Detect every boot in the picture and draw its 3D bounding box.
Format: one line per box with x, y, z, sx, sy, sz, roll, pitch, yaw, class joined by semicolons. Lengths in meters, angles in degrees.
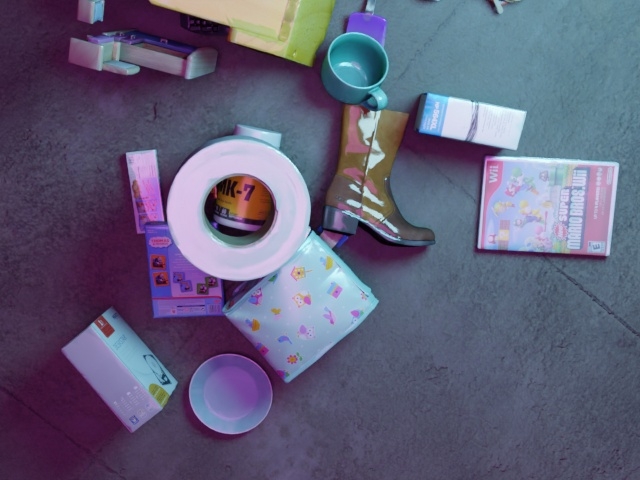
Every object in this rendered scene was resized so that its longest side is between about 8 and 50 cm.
0.145;-0.134;1.940;0.264;0.096;0.280;13;85;-8;boot

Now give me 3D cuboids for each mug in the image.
0.066;-0.334;1.872;0.129;0.097;0.157;4;70;-13;mug

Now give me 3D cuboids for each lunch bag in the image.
-0.038;0.131;1.939;0.262;0.160;0.223;-40;98;14;lunch bag

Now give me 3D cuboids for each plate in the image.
-0.201;0.343;2.048;0.188;0.024;0.188;0;99;2;plate

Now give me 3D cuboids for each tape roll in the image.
-0.163;-0.065;1.819;0.286;0.100;0.286;-1;101;-8;tape roll

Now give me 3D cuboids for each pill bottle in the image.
-0.150;-0.133;1.920;0.119;0.119;0.208;11;99;0;pill bottle

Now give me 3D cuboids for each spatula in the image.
0.111;-0.527;1.891;0.084;0.030;0.296;10;100;2;spatula

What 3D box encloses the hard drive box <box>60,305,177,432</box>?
-0.429;0.274;1.964;0.089;0.181;0.232;-39;97;7;hard drive box

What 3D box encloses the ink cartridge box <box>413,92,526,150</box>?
0.303;-0.245;1.872;0.203;0.148;0.086;12;99;0;ink cartridge box

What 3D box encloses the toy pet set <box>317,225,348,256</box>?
0.000;0.000;1.979;0.122;0.065;0.114;41;133;-2;toy pet set

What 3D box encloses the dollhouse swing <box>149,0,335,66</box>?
-0.138;-0.555;1.781;0.305;0.315;0.346;17;99;12;dollhouse swing

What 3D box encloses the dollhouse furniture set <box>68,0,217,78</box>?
-0.316;-0.485;1.766;0.198;0.286;0.303;16;111;11;dollhouse furniture set

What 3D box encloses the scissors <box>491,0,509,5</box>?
0.331;-0.601;1.808;0.109;0.021;0.297;-38;128;2;scissors

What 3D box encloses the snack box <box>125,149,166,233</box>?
-0.378;-0.106;1.980;0.064;0.022;0.178;-6;99;1;snack box

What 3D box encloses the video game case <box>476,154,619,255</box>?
0.486;-0.075;1.957;0.285;0.025;0.204;3;100;2;video game case

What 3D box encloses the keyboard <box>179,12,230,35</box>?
-0.198;-0.582;1.865;0.202;0.033;0.317;2;108;7;keyboard

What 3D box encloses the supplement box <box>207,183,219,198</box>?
-0.261;-0.117;1.964;0.083;0.043;0.055;-3;100;3;supplement box

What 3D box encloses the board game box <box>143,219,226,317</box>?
-0.293;0.062;1.986;0.160;0.039;0.211;-2;107;2;board game box

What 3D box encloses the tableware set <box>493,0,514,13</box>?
0.378;-0.558;1.820;0.128;0.039;0.194;-39;127;0;tableware set
